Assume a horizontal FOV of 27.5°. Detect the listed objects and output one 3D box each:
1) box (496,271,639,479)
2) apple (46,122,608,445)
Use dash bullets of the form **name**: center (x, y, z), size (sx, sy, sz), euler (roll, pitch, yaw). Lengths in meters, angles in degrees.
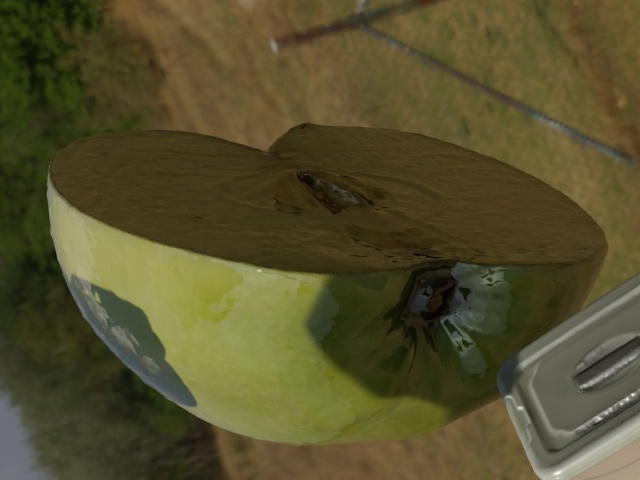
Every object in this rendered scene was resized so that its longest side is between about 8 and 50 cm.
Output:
- **box**: center (0.164, 0.079, 0.689), size (0.062, 0.122, 0.089), euler (45, -163, -36)
- **apple**: center (0.000, 0.000, 0.933), size (0.311, 0.320, 0.360), euler (48, 176, -32)
